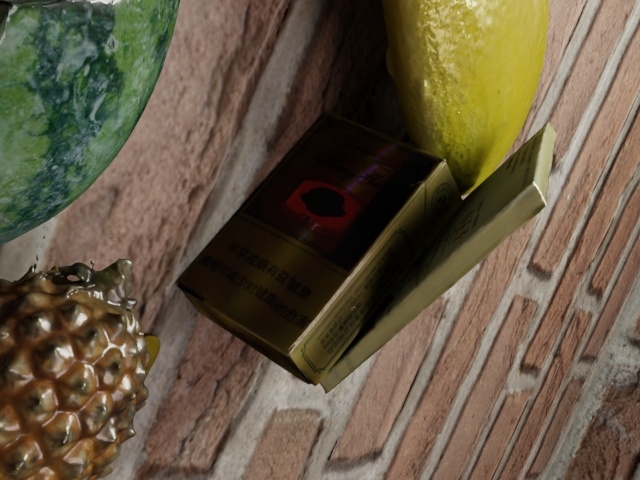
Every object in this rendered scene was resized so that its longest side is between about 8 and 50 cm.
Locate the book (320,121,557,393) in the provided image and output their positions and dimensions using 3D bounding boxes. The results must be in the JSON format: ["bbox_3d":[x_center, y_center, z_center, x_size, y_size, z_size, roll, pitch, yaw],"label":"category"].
[{"bbox_3d":[0.114,0.015,0.791,0.289,0.026,0.201,-46,-177,29],"label":"book"}]

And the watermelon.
[{"bbox_3d":[-0.198,-0.081,0.486,0.256,0.176,0.260,-104,-145,-82],"label":"watermelon"}]

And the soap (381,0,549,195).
[{"bbox_3d":[0.150,-0.247,0.807,0.306,0.115,0.427,-60,145,-37],"label":"soap"}]

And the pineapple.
[{"bbox_3d":[-0.194,0.094,0.595,0.193,0.166,0.166,-56,146,-9],"label":"pineapple"}]

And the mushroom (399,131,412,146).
[{"bbox_3d":[0.086,-0.050,0.894,0.084,0.071,0.209,-36,-165,44],"label":"mushroom"}]

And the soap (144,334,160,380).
[{"bbox_3d":[-0.175,0.129,0.766,0.034,0.012,0.089,20,96,-56],"label":"soap"}]

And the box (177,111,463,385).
[{"bbox_3d":[0.000,0.000,0.783,0.240,0.159,0.071,-49,142,-17],"label":"box"}]
